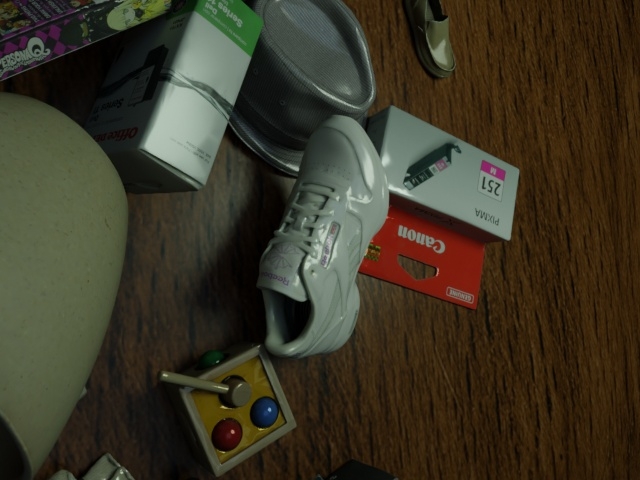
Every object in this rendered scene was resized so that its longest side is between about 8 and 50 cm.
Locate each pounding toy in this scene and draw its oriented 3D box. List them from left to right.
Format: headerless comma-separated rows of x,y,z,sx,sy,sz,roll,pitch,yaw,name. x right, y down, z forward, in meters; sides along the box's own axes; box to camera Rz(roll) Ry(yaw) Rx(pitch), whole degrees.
-0.113,0.181,0.650,0.130,0.100,0.141,-24,97,-30,pounding toy

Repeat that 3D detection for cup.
-0.300,0.006,0.469,0.331,0.331,0.237,47,44,-17,cup

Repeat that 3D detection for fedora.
-0.016,-0.227,0.740,0.244,0.124,0.275,-43,105,-26,fedora

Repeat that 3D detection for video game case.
-0.303,-0.266,0.562,0.232,0.042,0.210,42,60,19,video game case

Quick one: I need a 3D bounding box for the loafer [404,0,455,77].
0.181,-0.333,0.907,0.056,0.050,0.148,-29,99,-29,loafer

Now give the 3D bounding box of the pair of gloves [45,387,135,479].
-0.306,0.250,0.567,0.204,0.042,0.240,-30,98,-29,pair of gloves

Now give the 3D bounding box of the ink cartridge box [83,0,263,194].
-0.168,-0.163,0.621,0.087,0.153,0.208,31,68,-44,ink cartridge box

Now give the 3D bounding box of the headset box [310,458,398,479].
0.028,0.438,0.695,0.218,0.110,0.293,-26,97,-30,headset box

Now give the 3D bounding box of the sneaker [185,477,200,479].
-0.162,0.387,0.610,0.132,0.086,0.228,-10,90,-28,sneaker

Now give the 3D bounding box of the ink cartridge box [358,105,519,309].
0.177,-0.041,0.867,0.275,0.060,0.238,19,74,-27,ink cartridge box

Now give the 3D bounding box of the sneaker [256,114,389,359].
0.000,0.000,0.676,0.152,0.114,0.305,-1,100,-61,sneaker
